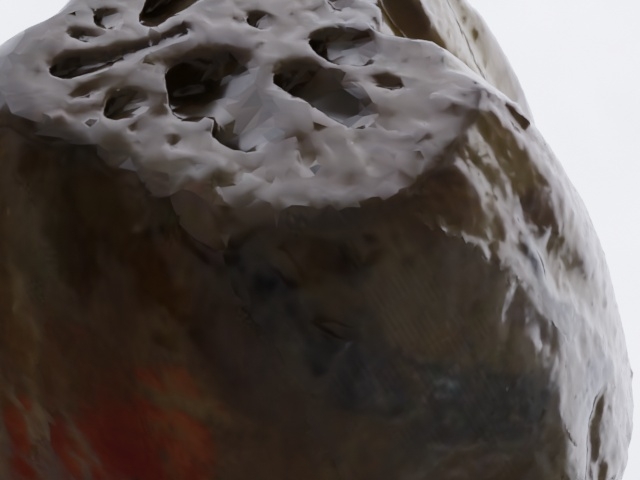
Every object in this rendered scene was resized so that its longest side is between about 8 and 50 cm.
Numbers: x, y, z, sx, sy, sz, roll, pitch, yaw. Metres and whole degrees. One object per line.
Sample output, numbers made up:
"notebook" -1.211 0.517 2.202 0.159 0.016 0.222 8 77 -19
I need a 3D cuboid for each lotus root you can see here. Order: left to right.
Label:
"lotus root" 0.000 0.000 0.679 0.316 0.316 0.250 -13 -44 0
